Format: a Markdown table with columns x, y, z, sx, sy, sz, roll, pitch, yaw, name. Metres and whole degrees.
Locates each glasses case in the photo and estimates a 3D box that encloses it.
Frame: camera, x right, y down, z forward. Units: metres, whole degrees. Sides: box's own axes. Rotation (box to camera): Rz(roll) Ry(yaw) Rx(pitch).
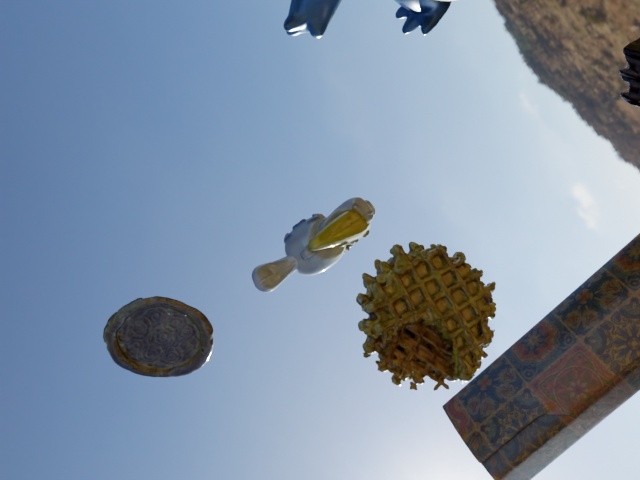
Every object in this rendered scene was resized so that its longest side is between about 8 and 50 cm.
| x | y | z | sx | sy | sz | roll | pitch | yaw | name |
| --- | --- | --- | --- | --- | --- | --- | --- | --- | --- |
| 0.197 | 0.085 | 0.474 | 0.049 | 0.218 | 0.075 | 38 | -167 | -37 | glasses case |

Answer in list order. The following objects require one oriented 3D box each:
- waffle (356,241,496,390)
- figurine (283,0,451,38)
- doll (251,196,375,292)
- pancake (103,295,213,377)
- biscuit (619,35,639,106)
| x | y | z | sx | sy | sz | roll | pitch | yaw | name |
| --- | --- | --- | --- | --- | --- | --- | --- | --- | --- |
| 0.145 | 0.098 | 0.842 | 0.193 | 0.070 | 0.197 | 2 | -106 | -16 | waffle |
| 0.124 | -0.289 | 0.532 | 0.416 | 0.298 | 0.242 | -51 | -47 | -46 | figurine |
| 0.000 | 0.000 | 1.265 | 0.111 | 0.252 | 0.237 | 57 | -160 | -4 | doll |
| -0.163 | 0.099 | 0.639 | 0.115 | 0.115 | 0.011 | 44 | -160 | -25 | pancake |
| 0.415 | -0.153 | 0.594 | 0.252 | 0.106 | 0.070 | 34 | 157 | 41 | biscuit |
